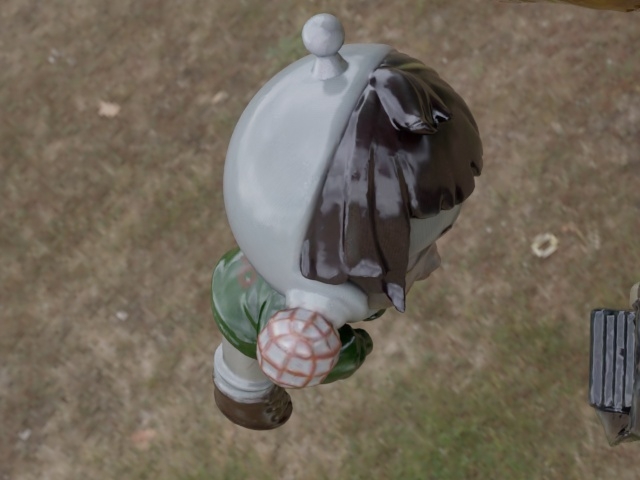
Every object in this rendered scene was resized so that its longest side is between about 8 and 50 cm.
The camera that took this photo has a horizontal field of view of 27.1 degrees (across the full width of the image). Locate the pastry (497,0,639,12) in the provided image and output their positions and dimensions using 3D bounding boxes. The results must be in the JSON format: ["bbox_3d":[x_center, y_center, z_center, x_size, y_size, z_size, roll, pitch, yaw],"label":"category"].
[{"bbox_3d":[0.121,-0.273,0.644,0.388,0.388,0.312,28,86,50],"label":"pastry"}]

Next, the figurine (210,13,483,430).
[{"bbox_3d":[0.000,0.000,0.959,0.281,0.167,0.370,-61,-4,-42],"label":"figurine"}]

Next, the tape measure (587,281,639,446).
[{"bbox_3d":[0.260,0.063,0.765,0.231,0.271,0.133,178,92,-77],"label":"tape measure"}]
